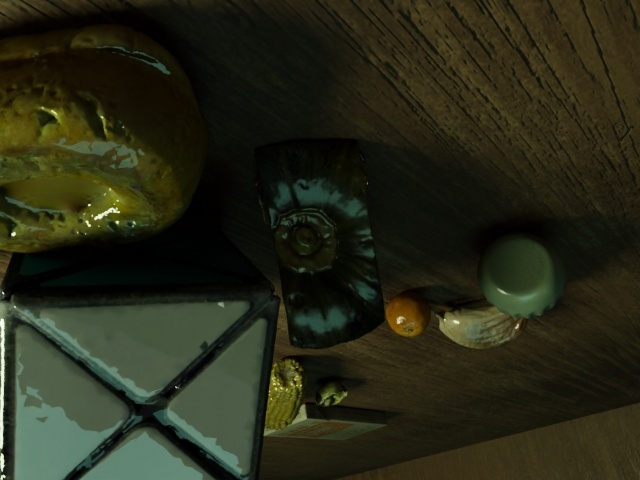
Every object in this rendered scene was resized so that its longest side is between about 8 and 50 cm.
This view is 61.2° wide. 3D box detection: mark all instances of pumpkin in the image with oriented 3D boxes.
[{"bbox_3d":[0.001,0.000,0.718,0.140,0.190,0.280,-8,106,0],"label":"pumpkin"}]

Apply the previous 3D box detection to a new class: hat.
[{"bbox_3d":[0.023,0.389,1.394,0.077,0.059,0.076,19,124,-46],"label":"hat"}]

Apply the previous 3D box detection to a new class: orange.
[{"bbox_3d":[0.159,0.133,0.980,0.084,0.083,0.083,-6,149,-4],"label":"orange"}]

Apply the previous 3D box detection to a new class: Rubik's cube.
[{"bbox_3d":[-0.211,0.127,0.616,0.260,0.259,0.254,3,105,-27],"label":"Rubik's cube"}]

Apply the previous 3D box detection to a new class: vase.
[{"bbox_3d":[0.333,0.071,0.887,0.128,0.128,0.248,-20,157,18],"label":"vase"}]

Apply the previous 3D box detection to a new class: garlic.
[{"bbox_3d":[0.307,0.152,1.063,0.199,0.090,0.128,-5,134,6],"label":"garlic"}]

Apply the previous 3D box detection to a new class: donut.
[{"bbox_3d":[-0.231,-0.076,0.487,0.262,0.128,0.208,-9,150,3],"label":"donut"}]

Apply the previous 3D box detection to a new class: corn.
[{"bbox_3d":[-0.092,0.373,1.290,0.115,0.115,0.317,-1,148,-13],"label":"corn"}]

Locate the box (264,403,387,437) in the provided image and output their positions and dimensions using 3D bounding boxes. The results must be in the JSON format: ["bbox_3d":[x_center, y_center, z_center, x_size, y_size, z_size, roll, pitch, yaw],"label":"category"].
[{"bbox_3d":[0.018,0.577,1.708,0.365,0.051,0.205,21,138,-40],"label":"box"}]
